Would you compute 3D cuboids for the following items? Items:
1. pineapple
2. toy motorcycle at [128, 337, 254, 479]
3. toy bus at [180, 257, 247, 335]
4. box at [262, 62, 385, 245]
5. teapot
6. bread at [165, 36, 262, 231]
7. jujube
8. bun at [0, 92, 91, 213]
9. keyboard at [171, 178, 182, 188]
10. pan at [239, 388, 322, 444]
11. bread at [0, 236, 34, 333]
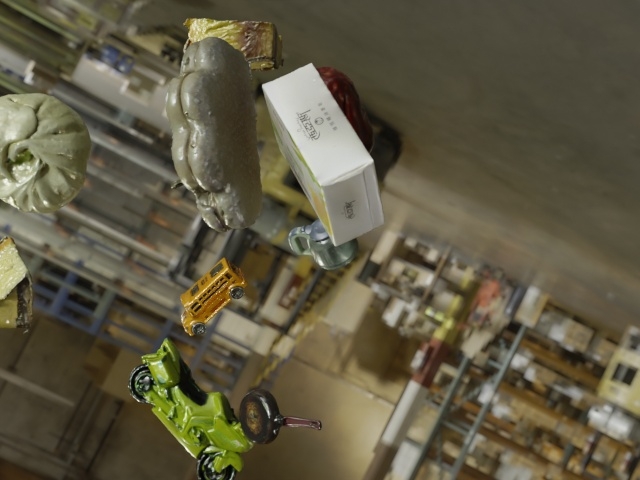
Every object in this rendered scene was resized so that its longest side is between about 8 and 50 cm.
[{"bbox_3d":[-0.157,-0.391,2.182,0.237,0.114,0.186,-8,-172,-33],"label":"pineapple"},{"bbox_3d":[-0.265,0.372,2.395,0.342,0.206,0.142,50,173,3],"label":"toy motorcycle"},{"bbox_3d":[-0.225,0.114,2.181,0.074,0.162,0.069,44,-172,-29],"label":"toy bus"},{"bbox_3d":[0.007,-0.150,1.913,0.260,0.111,0.194,58,171,33],"label":"box"},{"bbox_3d":[0.008,-0.007,2.527,0.149,0.111,0.108,22,156,40],"label":"teapot"},{"bbox_3d":[-0.189,-0.182,1.849,0.102,0.337,0.183,-9,177,28],"label":"bread"},{"bbox_3d":[0.029,-0.264,2.342,0.155,0.155,0.230,24,139,46],"label":"jujube"},{"bbox_3d":[-0.585,-0.179,2.185,0.259,0.259,0.160,27,178,-9],"label":"bun"},{"bbox_3d":[-0.234,-0.133,2.148,0.015,0.129,0.049,67,159,-6],"label":"keyboard"},{"bbox_3d":[-0.089,0.367,2.205,0.212,0.114,0.040,3,-176,39],"label":"pan"},{"bbox_3d":[-0.586,0.081,1.969,0.127,0.152,0.147,7,-156,-37],"label":"bread"}]
